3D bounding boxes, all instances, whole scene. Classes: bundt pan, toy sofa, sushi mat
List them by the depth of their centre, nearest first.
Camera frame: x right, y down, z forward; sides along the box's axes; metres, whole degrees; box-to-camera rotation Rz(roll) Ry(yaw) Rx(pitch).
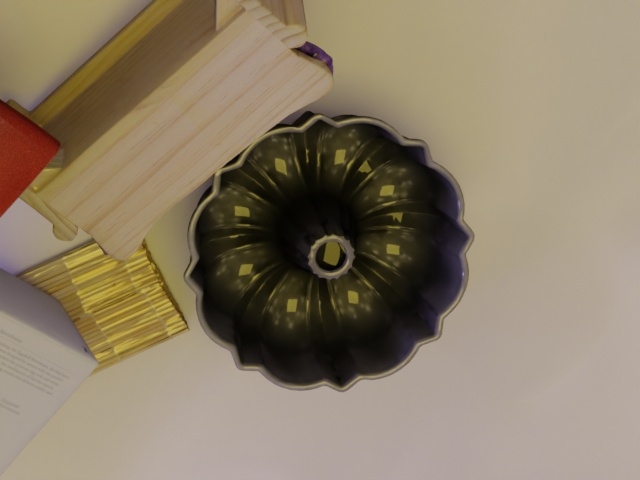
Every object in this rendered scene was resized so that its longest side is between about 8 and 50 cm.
[{"bbox_3d":[-0.164,-0.157,1.836,0.362,0.150,0.177,-39,121,21],"label":"toy sofa"},{"bbox_3d":[0.000,0.000,1.987,0.330,0.124,0.331,-4,109,-11],"label":"bundt pan"},{"bbox_3d":[-0.325,0.106,2.014,0.316,0.019,0.151,-24,112,-2],"label":"sushi mat"}]

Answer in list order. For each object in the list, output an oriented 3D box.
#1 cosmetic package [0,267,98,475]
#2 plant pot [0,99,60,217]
[{"bbox_3d":[-0.408,0.137,1.888,0.225,0.138,0.224,-47,134,8],"label":"cosmetic package"},{"bbox_3d":[-0.467,-0.095,1.741,0.267,0.267,0.236,-49,120,-8],"label":"plant pot"}]
